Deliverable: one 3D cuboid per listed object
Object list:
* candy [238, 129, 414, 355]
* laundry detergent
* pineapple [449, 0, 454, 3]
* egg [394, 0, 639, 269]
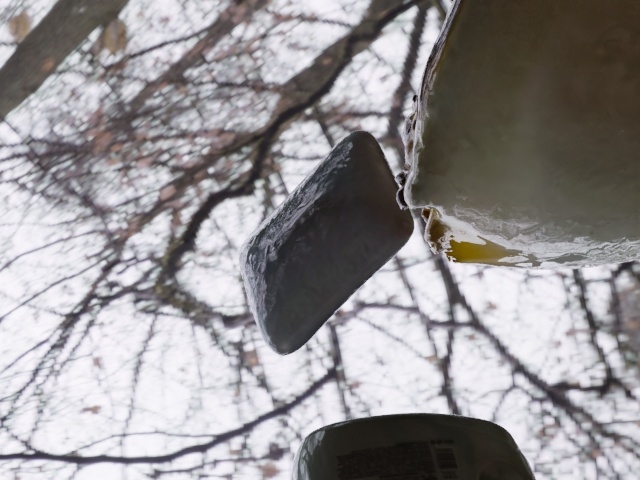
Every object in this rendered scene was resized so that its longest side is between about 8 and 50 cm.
[{"bbox_3d":[0.000,0.000,1.093,0.071,0.174,0.138,27,-152,-36],"label":"candy"},{"bbox_3d":[0.119,0.348,1.255,0.264,0.124,0.398,-3,-143,-8],"label":"laundry detergent"},{"bbox_3d":[0.263,-0.306,1.496,0.170,0.310,0.141,0,-61,-62],"label":"pineapple"},{"bbox_3d":[0.183,-0.085,0.719,0.286,0.174,0.264,-18,-48,-48],"label":"egg"}]
